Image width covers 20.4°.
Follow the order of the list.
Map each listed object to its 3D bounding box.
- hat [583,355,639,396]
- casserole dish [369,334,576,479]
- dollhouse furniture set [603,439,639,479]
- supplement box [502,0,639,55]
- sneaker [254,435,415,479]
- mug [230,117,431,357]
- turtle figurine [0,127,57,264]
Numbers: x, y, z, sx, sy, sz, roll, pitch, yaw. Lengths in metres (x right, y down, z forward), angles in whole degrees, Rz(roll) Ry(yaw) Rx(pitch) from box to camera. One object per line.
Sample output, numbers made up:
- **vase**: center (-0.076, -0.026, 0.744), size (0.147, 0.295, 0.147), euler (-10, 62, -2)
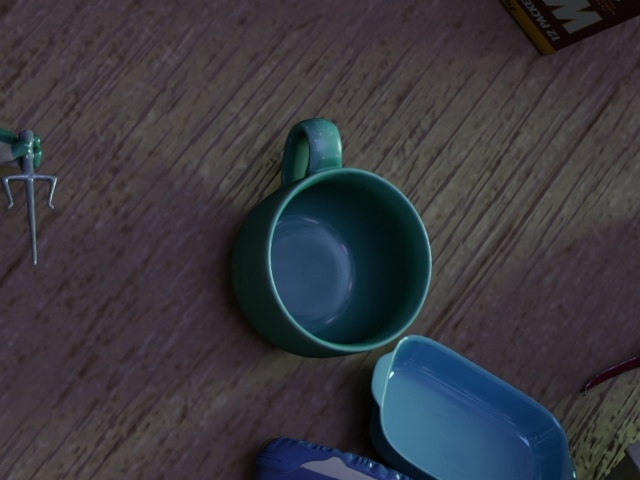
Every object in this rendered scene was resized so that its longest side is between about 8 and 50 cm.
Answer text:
- **hat**: center (0.352, 0.079, 1.449), size (0.208, 0.173, 0.183), euler (29, 104, 3)
- **casserole dish**: center (0.107, 0.148, 1.320), size (0.188, 0.037, 0.114), euler (31, 46, -18)
- **dollhouse furniture set**: center (0.376, 0.240, 1.256), size (0.286, 0.198, 0.303), euler (-28, 75, -10)
- **supplement box**: center (0.242, -0.268, 1.373), size (0.194, 0.191, 0.129), euler (-43, 100, -23)
- **sneaker**: center (0.071, 0.247, 1.260), size (0.296, 0.112, 0.131), euler (30, 83, -7)
- **mug**: center (0.006, 0.008, 1.278), size (0.129, 0.097, 0.158), euler (28, 71, -18)
- **turtle figurine**: center (-0.271, -0.083, 1.145), size (0.118, 0.175, 0.234), euler (-25, 79, 13)
